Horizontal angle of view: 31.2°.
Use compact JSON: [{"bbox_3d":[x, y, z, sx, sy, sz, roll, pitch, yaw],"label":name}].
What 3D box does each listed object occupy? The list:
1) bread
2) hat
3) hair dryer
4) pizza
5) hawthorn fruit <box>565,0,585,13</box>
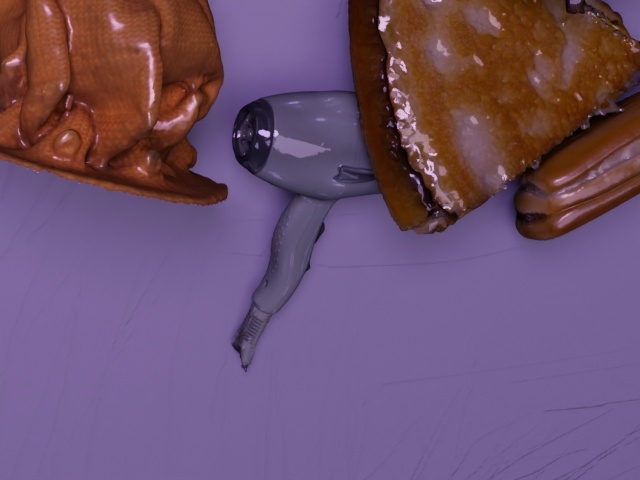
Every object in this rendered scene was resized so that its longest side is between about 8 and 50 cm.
[{"bbox_3d":[0.254,-0.071,0.989,0.200,0.116,0.077,-30,99,-2],"label":"bread"},{"bbox_3d":[-0.133,-0.163,0.796,0.244,0.233,0.233,10,100,-38],"label":"hat"},{"bbox_3d":[0.035,-0.016,0.987,0.229,0.092,0.267,-10,131,-17],"label":"hair dryer"},{"bbox_3d":[0.126,-0.168,0.915,0.287,0.074,0.251,-32,103,-27],"label":"pizza"},{"bbox_3d":[0.192,-0.260,0.826,0.185,0.185,0.202,12,76,-20],"label":"hawthorn fruit"}]
